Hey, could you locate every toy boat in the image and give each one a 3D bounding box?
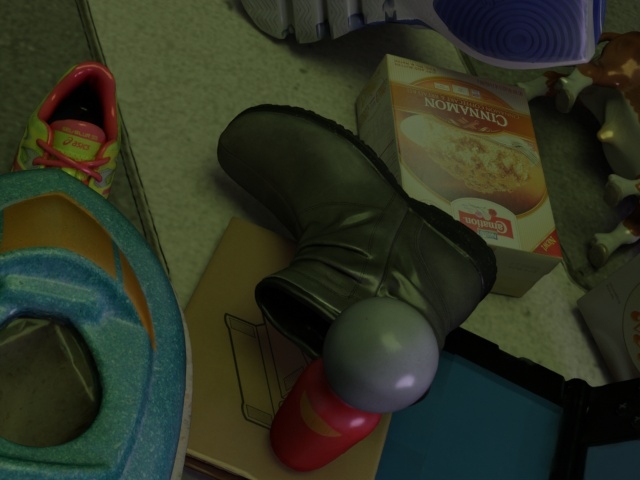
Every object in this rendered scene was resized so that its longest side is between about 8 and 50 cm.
[{"bbox_3d":[-0.096,0.068,0.587,0.318,0.148,0.267,10,51,-25],"label":"toy boat"}]

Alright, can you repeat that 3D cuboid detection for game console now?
[{"bbox_3d":[0.155,0.169,0.699,0.173,0.250,0.293,47,44,-26],"label":"game console"}]

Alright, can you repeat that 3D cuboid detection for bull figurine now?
[{"bbox_3d":[0.317,-0.072,0.991,0.188,0.101,0.310,-10,58,-25],"label":"bull figurine"}]

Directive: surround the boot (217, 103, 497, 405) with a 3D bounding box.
[{"bbox_3d":[0.000,0.000,0.739,0.246,0.083,0.161,34,37,13],"label":"boot"}]

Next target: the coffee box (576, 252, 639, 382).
[{"bbox_3d":[0.329,0.118,0.834,0.098,0.141,0.246,-1,59,-35],"label":"coffee box"}]

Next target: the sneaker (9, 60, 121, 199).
[{"bbox_3d":[-0.180,-0.039,0.720,0.081,0.094,0.208,14,53,-20],"label":"sneaker"}]

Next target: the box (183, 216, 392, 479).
[{"bbox_3d":[-0.023,0.087,0.743,0.164,0.021,0.201,23,49,0],"label":"box"}]

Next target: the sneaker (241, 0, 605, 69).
[{"bbox_3d":[0.102,-0.253,0.949,0.315,0.127,0.182,10,33,19],"label":"sneaker"}]

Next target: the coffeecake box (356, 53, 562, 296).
[{"bbox_3d":[0.114,-0.055,0.899,0.142,0.068,0.185,10,54,-21],"label":"coffeecake box"}]
